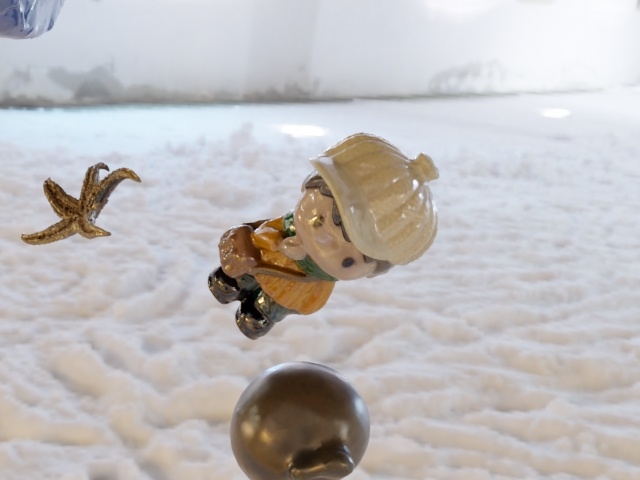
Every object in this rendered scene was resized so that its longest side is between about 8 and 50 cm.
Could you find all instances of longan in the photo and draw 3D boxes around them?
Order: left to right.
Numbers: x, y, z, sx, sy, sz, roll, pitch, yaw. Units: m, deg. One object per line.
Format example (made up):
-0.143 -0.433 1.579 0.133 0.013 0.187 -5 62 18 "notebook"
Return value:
-0.013 0.142 0.757 0.106 0.106 0.119 -1 21 -20 "longan"

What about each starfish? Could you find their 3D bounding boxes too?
-0.375 -0.045 1.610 0.057 0.213 0.238 49 0 -43 "starfish"

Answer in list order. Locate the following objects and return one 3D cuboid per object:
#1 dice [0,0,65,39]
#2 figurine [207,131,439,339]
-0.195 -0.186 0.523 0.146 0.143 0.146 19 9 -10 "dice"
0.007 -0.010 1.339 0.332 0.185 0.204 -33 10 46 "figurine"
